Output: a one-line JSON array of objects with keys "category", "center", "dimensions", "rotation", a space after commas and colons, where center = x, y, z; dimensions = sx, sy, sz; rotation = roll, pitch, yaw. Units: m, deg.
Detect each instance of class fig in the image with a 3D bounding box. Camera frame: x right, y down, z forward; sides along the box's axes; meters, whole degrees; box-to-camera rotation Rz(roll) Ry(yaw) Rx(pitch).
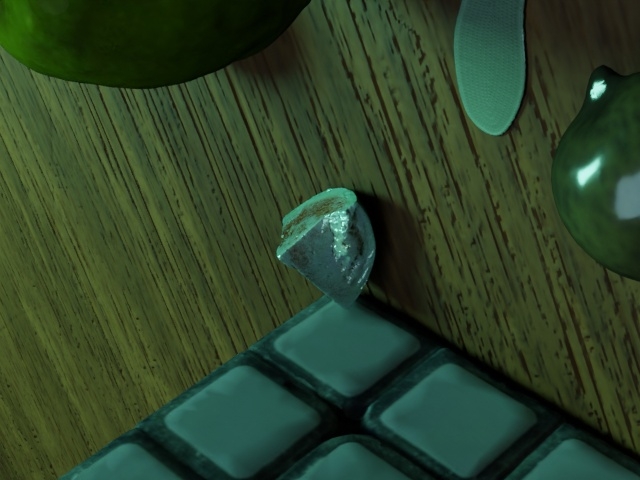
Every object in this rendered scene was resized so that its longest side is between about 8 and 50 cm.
[{"category": "fig", "center": [-0.057, -0.210, 0.652], "dimensions": [0.314, 0.233, 0.233], "rotation": [-19, 101, 44]}]

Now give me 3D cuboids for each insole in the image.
[{"category": "insole", "center": [0.096, -0.123, 0.711], "dimensions": [0.053, 0.002, 0.153], "rotation": [34, 138, 30]}]

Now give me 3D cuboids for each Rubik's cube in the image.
[{"category": "Rubik's cube", "center": [0.021, 0.265, 0.840], "dimensions": [0.301, 0.303, 0.305], "rotation": [30, 138, 33]}]

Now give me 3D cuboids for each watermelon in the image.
[{"category": "watermelon", "center": [0.000, 0.000, 0.866], "dimensions": [0.085, 0.061, 0.085], "rotation": [38, 139, 42]}]

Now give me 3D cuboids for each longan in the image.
[{"category": "longan", "center": [0.160, -0.034, 0.625], "dimensions": [0.113, 0.092, 0.113], "rotation": [32, 139, 33]}]
